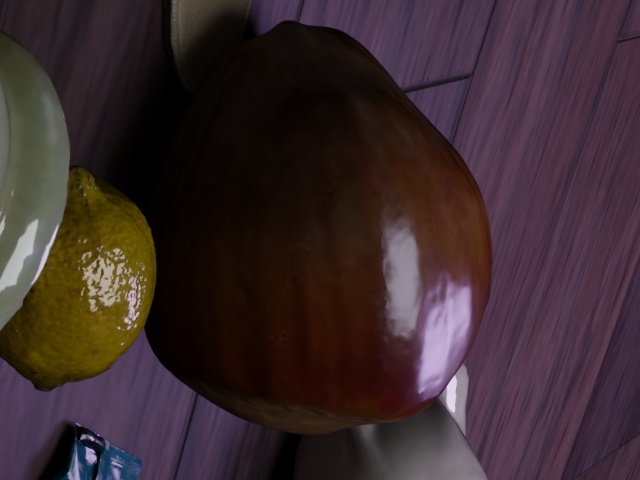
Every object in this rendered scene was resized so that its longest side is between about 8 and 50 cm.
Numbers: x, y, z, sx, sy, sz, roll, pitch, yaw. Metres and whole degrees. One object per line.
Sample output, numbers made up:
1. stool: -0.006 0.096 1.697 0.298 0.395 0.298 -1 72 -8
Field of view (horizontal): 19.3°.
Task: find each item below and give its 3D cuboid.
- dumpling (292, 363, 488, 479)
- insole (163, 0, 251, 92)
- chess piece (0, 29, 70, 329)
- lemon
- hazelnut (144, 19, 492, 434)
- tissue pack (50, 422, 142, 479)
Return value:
1. dumpling: 0.047 0.181 1.278 0.162 0.132 0.250 -13 110 -49
2. insole: -0.044 -0.181 0.891 0.081 0.011 0.248 -38 144 -43
3. chess piece: -0.204 -0.045 0.579 0.144 0.144 0.251 -63 150 -2
4. lemon: -0.115 0.013 0.854 0.082 0.082 0.110 -26 135 -53
5. hazelnut: -0.010 0.000 0.956 0.186 0.210 0.210 -43 158 13
6. tissue pack: -0.145 0.170 1.013 0.138 0.028 0.085 -56 155 -8
